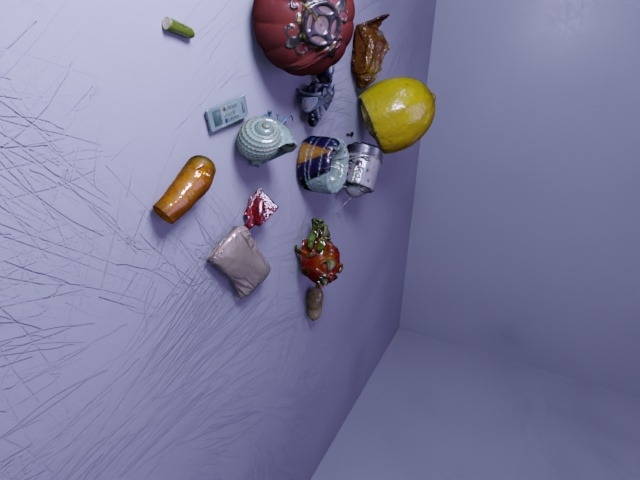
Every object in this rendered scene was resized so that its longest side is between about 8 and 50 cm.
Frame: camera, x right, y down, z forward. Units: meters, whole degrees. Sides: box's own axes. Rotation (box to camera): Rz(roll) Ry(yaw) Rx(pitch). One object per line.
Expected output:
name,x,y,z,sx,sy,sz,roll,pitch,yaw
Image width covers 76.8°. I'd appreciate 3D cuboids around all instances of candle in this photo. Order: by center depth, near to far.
candle,0.175,-0.296,1.905,0.187,0.188,0.329,22,83,-65

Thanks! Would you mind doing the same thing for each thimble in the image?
thimble,0.017,-0.302,1.598,0.237,0.150,0.237,-40,136,-55

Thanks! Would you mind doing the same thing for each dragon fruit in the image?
dragon fruit,-0.212,-0.105,1.310,0.131,0.097,0.063,-47,143,-15
dragon fruit,-0.004,0.053,1.669,0.200,0.199,0.268,-122,-150,-59

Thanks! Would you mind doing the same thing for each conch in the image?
conch,-0.173,-0.303,1.213,0.172,0.200,0.131,-28,99,-26

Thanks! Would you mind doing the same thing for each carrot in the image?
carrot,-0.334,-0.127,1.015,0.193,0.087,0.087,-64,152,-24

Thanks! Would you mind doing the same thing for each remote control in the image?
remote control,-0.259,-0.358,1.128,0.162,0.029,0.061,-44,137,-43

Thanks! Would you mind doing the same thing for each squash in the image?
squash,-0.323,-0.487,0.931,0.083,0.028,0.027,-20,119,-63

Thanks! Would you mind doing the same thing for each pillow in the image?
pillow,-0.253,0.076,1.301,0.173,0.067,0.270,-57,148,-28

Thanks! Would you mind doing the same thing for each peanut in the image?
peanut,-0.027,0.296,1.877,0.080,0.080,0.174,-35,134,-56

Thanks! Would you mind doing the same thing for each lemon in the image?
lemon,0.374,-0.603,1.908,0.364,0.365,0.363,-40,136,-53

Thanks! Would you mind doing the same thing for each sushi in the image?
sushi,0.219,-0.828,1.786,0.179,0.167,0.295,-10,103,-43

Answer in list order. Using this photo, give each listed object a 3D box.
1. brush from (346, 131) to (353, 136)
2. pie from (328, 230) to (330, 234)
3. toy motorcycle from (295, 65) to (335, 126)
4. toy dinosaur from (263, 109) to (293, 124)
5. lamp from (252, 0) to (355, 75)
brush,0.143,-0.509,1.935,0.083,0.008,0.023,-27,129,-60
pie,0.000,0.000,1.841,0.154,0.036,0.154,-36,132,-54
toy motorcycle,-0.010,-0.559,1.477,0.159,0.106,0.270,5,101,-71
toy dinosaur,-0.154,-0.381,1.326,0.197,0.045,0.080,-42,145,-40
lamp,-0.045,-0.635,1.168,0.304,0.257,0.302,-14,126,-20
